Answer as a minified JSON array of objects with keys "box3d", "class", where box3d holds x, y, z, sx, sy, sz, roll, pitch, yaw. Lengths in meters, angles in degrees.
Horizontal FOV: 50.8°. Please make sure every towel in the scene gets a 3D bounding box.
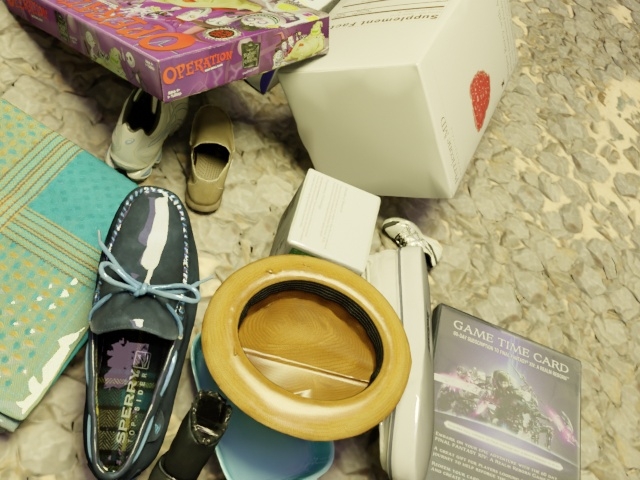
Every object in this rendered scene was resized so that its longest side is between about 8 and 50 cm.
[{"box3d":[-0.351,-0.028,0.638,0.370,0.040,0.271,33,53,0],"class":"towel"}]

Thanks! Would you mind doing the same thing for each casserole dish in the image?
[{"box3d":[-0.060,0.158,0.648,0.114,0.037,0.188,-10,64,-28],"class":"casserole dish"}]

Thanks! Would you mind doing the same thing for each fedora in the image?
[{"box3d":[-0.016,0.105,0.627,0.194,0.079,0.194,7,54,-10],"class":"fedora"}]

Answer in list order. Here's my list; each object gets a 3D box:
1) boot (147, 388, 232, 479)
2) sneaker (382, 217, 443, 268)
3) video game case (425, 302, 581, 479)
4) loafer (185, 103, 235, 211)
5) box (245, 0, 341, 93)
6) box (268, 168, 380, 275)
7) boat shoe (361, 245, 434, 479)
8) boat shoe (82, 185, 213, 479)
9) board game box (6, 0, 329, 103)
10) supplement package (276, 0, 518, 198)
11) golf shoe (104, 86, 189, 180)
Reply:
[{"box3d":[-0.112,0.186,0.545,0.045,0.099,0.121,30,23,-10],"class":"boot"},{"box3d":[0.110,0.004,0.819,0.083,0.032,0.037,30,53,-3],"class":"sneaker"},{"box3d":[0.193,0.220,0.727,0.196,0.026,0.274,23,53,-9],"class":"video game case"},{"box3d":[-0.123,-0.103,0.772,0.056,0.050,0.148,8,58,-19],"class":"loafer"},{"box3d":[-0.043,-0.280,0.868,0.072,0.126,0.137,39,53,2],"class":"box"},{"box3d":[0.000,0.000,0.730,0.087,0.101,0.102,21,56,-10],"class":"box"},{"box3d":[0.068,0.119,0.695,0.088,0.096,0.268,-6,55,15],"class":"boat shoe"},{"box3d":[-0.147,0.076,0.578,0.109,0.089,0.258,0,80,-10],"class":"boat shoe"},{"box3d":[-0.181,-0.253,0.744,0.208,0.056,0.347,-31,47,-31],"class":"board game box"},{"box3d":[0.110,-0.210,0.821,0.175,0.178,0.293,5,46,32],"class":"supplement package"},{"box3d":[-0.184,-0.152,0.755,0.069,0.086,0.176,17,54,-11],"class":"golf shoe"}]
